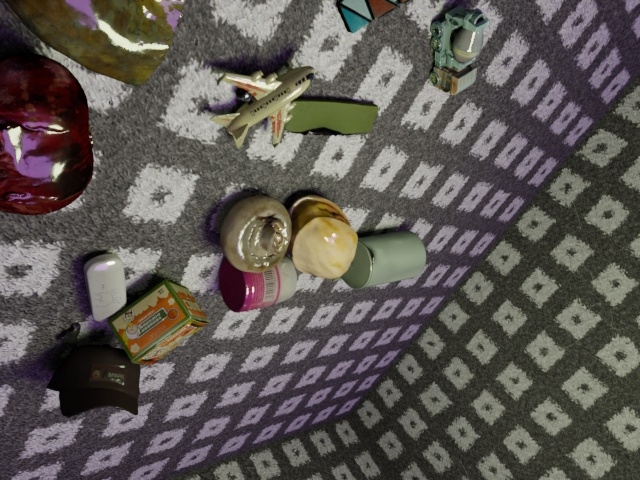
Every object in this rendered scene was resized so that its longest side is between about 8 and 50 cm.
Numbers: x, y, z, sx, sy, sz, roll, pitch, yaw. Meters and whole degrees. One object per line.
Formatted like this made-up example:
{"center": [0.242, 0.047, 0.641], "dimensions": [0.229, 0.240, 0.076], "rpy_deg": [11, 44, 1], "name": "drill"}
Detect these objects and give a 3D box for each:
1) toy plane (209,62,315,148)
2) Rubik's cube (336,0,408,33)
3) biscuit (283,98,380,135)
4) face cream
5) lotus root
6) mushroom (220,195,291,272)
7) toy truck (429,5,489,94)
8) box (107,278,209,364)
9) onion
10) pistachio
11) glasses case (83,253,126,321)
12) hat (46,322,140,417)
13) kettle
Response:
{"center": [-0.124, -0.324, 1.035], "dimensions": [0.256, 0.104, 0.242], "rpy_deg": [-42, 144, 2], "name": "toy plane"}
{"center": [0.076, -0.629, 0.916], "dimensions": [0.234, 0.284, 0.250], "rpy_deg": [15, 94, -28], "name": "Rubik's cube"}
{"center": [0.031, -0.340, 1.229], "dimensions": [0.322, 0.038, 0.099], "rpy_deg": [-10, 132, -37], "name": "biscuit"}
{"center": [-0.198, 0.127, 1.412], "dimensions": [0.194, 0.175, 0.175], "rpy_deg": [-5, 133, -39], "name": "face cream"}
{"center": [-0.357, -0.404, 0.681], "dimensions": [0.260, 0.149, 0.267], "rpy_deg": [10, 119, -50], "name": "lotus root"}
{"center": [-0.172, -0.012, 1.262], "dimensions": [0.226, 0.178, 0.227], "rpy_deg": [-29, 134, -36], "name": "mushroom"}
{"center": [0.397, -0.540, 1.270], "dimensions": [0.108, 0.140, 0.257], "rpy_deg": [-33, 146, -13], "name": "toy truck"}
{"center": [-0.451, 0.234, 1.268], "dimensions": [0.194, 0.148, 0.177], "rpy_deg": [-36, 168, -6], "name": "box"}
{"center": [-0.493, -0.173, 0.744], "dimensions": [0.281, 0.221, 0.281], "rpy_deg": [-45, 162, -18], "name": "onion"}
{"center": [0.000, 0.000, 1.427], "dimensions": [0.229, 0.230, 0.309], "rpy_deg": [-35, 141, -8], "name": "pistachio"}
{"center": [-0.558, 0.127, 1.159], "dimensions": [0.092, 0.059, 0.234], "rpy_deg": [-18, 143, -36], "name": "glasses case"}
{"center": [-0.593, 0.347, 1.222], "dimensions": [0.238, 0.336, 0.209], "rpy_deg": [17, 79, -34], "name": "hat"}
{"center": [0.224, 0.073, 1.788], "dimensions": [0.317, 0.264, 0.205], "rpy_deg": [-9, 104, -39], "name": "kettle"}
